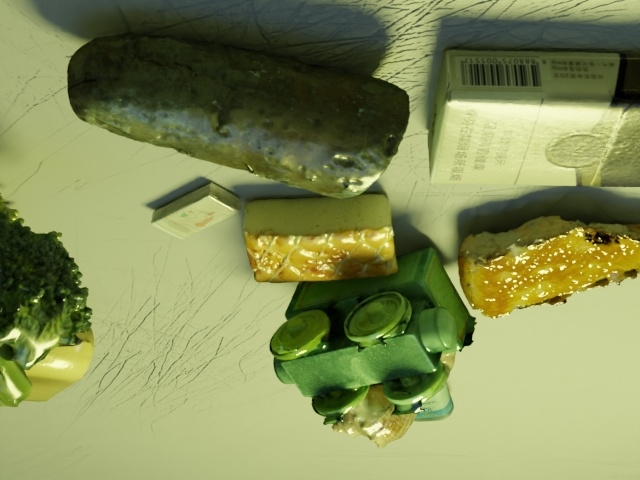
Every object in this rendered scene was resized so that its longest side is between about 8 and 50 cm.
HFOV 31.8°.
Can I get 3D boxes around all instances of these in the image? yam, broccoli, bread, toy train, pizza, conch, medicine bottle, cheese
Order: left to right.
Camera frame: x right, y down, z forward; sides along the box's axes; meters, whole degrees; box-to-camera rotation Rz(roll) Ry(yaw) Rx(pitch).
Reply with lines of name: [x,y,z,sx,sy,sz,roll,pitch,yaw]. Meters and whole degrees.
broccoli: [-0.421,0.050,1.321,0.375,0.249,0.302,0,160,23]
cheese: [-0.503,0.153,1.636,0.315,0.128,0.259,20,148,-27]
yam: [-0.086,-0.128,1.114,0.330,0.133,0.133,11,149,-12]
bread: [0.001,0.000,1.403,0.188,0.068,0.125,-2,150,6]
toy train: [0.063,0.124,1.486,0.271,0.188,0.159,-16,120,31]
conch: [0.107,0.197,1.678,0.245,0.163,0.178,-35,156,-1]
medicine bottle: [0.164,0.243,1.850,0.090,0.054,0.208,-6,150,12]
pizza: [0.317,0.019,1.428,0.296,0.071,0.189,-12,146,18]

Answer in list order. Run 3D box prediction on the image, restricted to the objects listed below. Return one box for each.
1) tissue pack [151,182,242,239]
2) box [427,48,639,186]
tissue pack: [-0.154,-0.035,1.390,0.108,0.023,0.056,-22,143,35]
box: [0.247,-0.123,1.174,0.259,0.071,0.168,2,151,0]
